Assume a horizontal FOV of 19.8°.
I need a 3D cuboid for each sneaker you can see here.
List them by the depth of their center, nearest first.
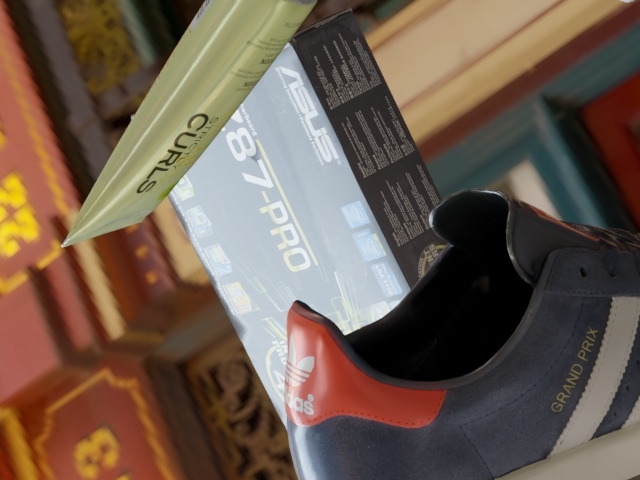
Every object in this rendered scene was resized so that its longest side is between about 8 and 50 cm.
[{"bbox_3d":[0.139,0.029,0.908,0.131,0.350,0.148,20,130,61],"label":"sneaker"}]

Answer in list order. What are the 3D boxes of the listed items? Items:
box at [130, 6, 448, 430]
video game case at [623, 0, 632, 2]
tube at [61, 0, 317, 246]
[{"bbox_3d":[0.000,0.000,1.829,0.097,0.318,0.395,-30,-82,-37],"label":"box"},{"bbox_3d":[0.269,-0.370,1.226,0.329,0.036,0.300,-60,-17,-24],"label":"video game case"},{"bbox_3d":[-0.087,-0.087,1.223,0.070,0.240,0.062,21,-147,-28],"label":"tube"}]
